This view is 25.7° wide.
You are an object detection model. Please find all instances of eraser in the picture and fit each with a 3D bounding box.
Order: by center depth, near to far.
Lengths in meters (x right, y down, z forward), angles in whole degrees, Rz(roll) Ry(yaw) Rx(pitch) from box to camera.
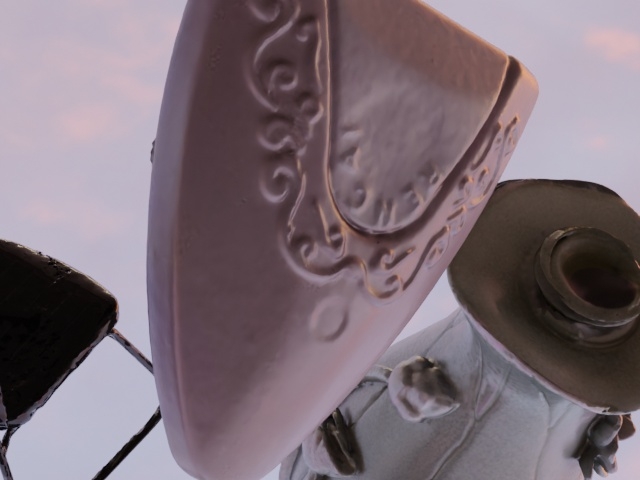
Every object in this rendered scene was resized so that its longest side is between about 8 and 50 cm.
[{"bbox_3d":[0.001,0.000,0.635,0.204,0.243,0.059,22,178,-42],"label":"eraser"}]

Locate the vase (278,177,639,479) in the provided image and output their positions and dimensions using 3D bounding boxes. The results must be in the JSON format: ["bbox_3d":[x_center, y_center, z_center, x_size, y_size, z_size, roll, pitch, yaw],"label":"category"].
[{"bbox_3d":[0.117,0.149,1.088,0.250,0.445,0.250,10,-129,-13],"label":"vase"}]

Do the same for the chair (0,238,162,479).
[{"bbox_3d":[-0.206,0.063,0.886,0.140,0.221,0.145,27,-119,24],"label":"chair"}]
